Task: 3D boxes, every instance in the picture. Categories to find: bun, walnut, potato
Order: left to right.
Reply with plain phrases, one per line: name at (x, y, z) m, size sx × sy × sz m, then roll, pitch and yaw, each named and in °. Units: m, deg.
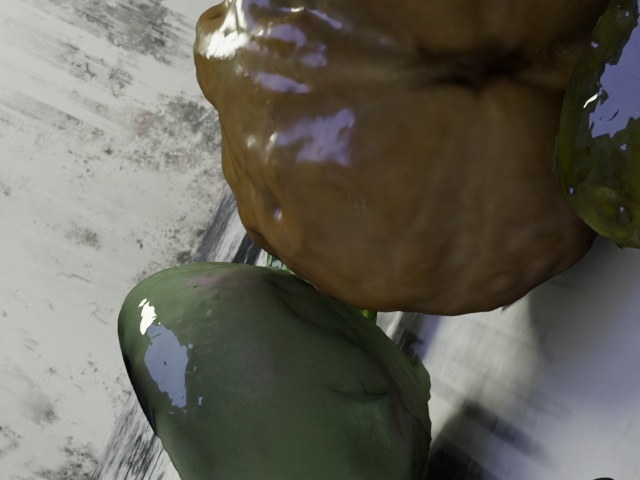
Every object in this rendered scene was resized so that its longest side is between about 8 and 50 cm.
bun at (-0.011, 0.120, 1.150) m, size 0.179 × 0.283 × 0.283 m, roll -31°, pitch 10°, yaw -2°
walnut at (0.063, -0.106, 1.095) m, size 0.344 × 0.306 × 0.306 m, roll -150°, pitch 85°, yaw -85°
potato at (0.197, -0.101, 0.896) m, size 0.117 × 0.090 × 0.226 m, roll 27°, pitch 99°, yaw 43°

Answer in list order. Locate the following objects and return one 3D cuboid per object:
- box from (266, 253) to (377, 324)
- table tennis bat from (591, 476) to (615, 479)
box at (0.000, 0.000, 1.433) m, size 0.134 × 0.097 × 0.346 m, roll 158°, pitch 118°, yaw -76°
table tennis bat at (0.131, 0.164, 0.815) m, size 0.150 × 0.027 × 0.236 m, roll -75°, pitch 12°, yaw -48°
